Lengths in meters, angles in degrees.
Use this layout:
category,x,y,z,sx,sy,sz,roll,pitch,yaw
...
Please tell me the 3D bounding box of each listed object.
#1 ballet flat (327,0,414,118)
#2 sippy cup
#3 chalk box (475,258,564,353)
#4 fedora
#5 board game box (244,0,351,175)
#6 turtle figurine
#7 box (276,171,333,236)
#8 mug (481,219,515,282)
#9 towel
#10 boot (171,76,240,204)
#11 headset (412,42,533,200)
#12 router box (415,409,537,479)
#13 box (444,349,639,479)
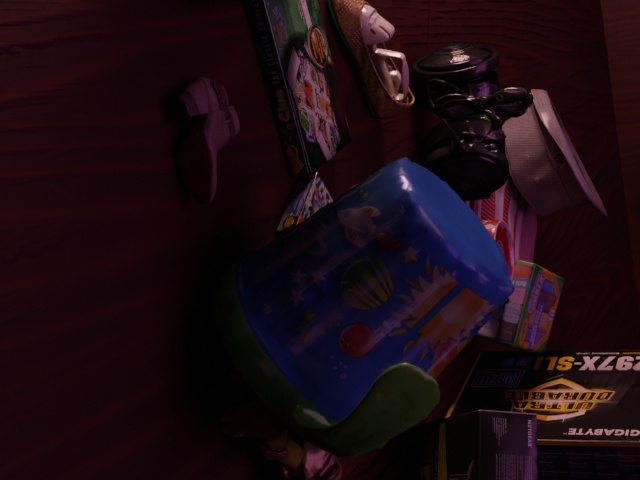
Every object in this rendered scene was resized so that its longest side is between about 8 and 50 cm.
category,x,y,z,sx,sy,sz,roll,pitch,yaw
ballet flat,0.075,-0.254,1.296,0.206,0.067,0.073,61,36,-37
sippy cup,0.053,0.050,0.939,0.240,0.224,0.306,18,36,-54
chalk box,0.274,0.091,1.512,0.213,0.132,0.132,22,84,-60
fedora,0.425,-0.144,1.847,0.275,0.124,0.244,59,18,-16
board game box,-0.028,-0.218,1.137,0.136,0.030,0.260,-40,120,-55
turtle figurine,-0.024,0.230,0.999,0.217,0.087,0.270,63,35,-35
box,0.000,0.000,1.150,0.137,0.027,0.094,59,38,-39
mug,0.175,0.032,1.324,0.150,0.169,0.113,45,47,-50
towel,0.334,-0.015,1.780,0.329,0.037,0.237,35,54,-55
boot,-0.106,-0.101,0.954,0.087,0.042,0.119,-30,112,-62
headset,0.239,-0.186,1.471,0.394,0.185,0.244,-5,89,-74
router box,0.192,0.382,1.245,0.243,0.080,0.309,133,-38,-71
box,0.367,0.260,1.485,0.257,0.321,0.079,-43,124,-56
